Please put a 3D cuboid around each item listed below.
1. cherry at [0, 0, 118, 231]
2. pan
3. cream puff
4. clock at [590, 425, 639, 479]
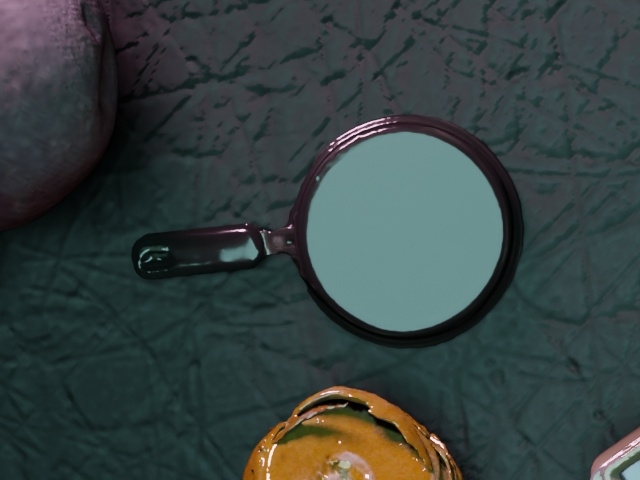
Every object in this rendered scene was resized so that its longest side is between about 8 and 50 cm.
[{"bbox_3d":[-0.221,-0.094,0.928,0.213,0.183,0.266,-6,74,-4],"label":"cherry"},{"bbox_3d":[0.000,0.000,0.962,0.235,0.028,0.136,-7,87,11],"label":"pan"},{"bbox_3d":[0.022,0.149,0.916,0.133,0.104,0.119,13,59,4],"label":"cream puff"},{"bbox_3d":[0.260,0.129,0.888,0.192,0.071,0.147,-37,82,7],"label":"clock"}]
